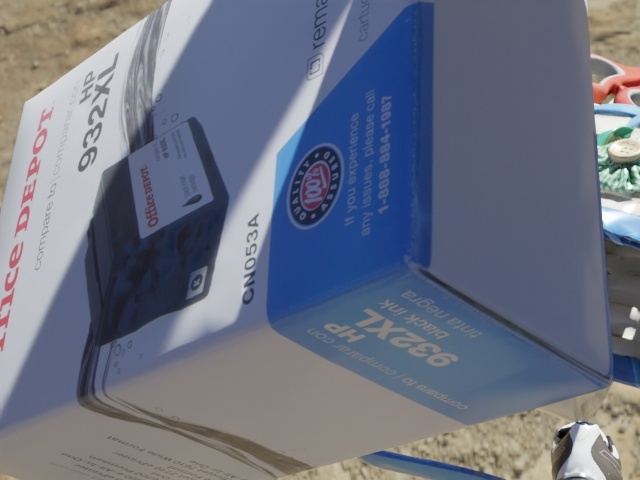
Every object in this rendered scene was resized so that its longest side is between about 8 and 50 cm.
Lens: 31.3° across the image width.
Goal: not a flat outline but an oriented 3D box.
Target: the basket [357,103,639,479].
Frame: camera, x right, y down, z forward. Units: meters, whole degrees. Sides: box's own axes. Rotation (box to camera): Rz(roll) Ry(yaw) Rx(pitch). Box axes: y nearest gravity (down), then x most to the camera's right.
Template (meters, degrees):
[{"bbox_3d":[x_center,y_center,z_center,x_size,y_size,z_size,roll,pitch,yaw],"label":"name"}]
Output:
[{"bbox_3d":[0.164,0.044,0.765,0.254,0.201,0.289,9,63,35],"label":"basket"}]

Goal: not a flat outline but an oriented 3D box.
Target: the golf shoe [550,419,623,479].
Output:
[{"bbox_3d":[0.245,0.213,1.031,0.077,0.198,0.094,4,75,12],"label":"golf shoe"}]

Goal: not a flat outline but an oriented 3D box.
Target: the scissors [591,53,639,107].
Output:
[{"bbox_3d":[0.289,-0.143,0.994,0.109,0.021,0.297,35,31,16],"label":"scissors"}]

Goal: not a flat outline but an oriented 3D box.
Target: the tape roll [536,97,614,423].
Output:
[{"bbox_3d":[0.333,0.025,1.331,0.072,0.392,0.392,18,53,24],"label":"tape roll"}]

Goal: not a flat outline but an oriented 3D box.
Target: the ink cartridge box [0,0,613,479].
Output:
[{"bbox_3d":[-0.030,-0.013,0.552,0.307,0.129,0.223,-24,51,39],"label":"ink cartridge box"}]
